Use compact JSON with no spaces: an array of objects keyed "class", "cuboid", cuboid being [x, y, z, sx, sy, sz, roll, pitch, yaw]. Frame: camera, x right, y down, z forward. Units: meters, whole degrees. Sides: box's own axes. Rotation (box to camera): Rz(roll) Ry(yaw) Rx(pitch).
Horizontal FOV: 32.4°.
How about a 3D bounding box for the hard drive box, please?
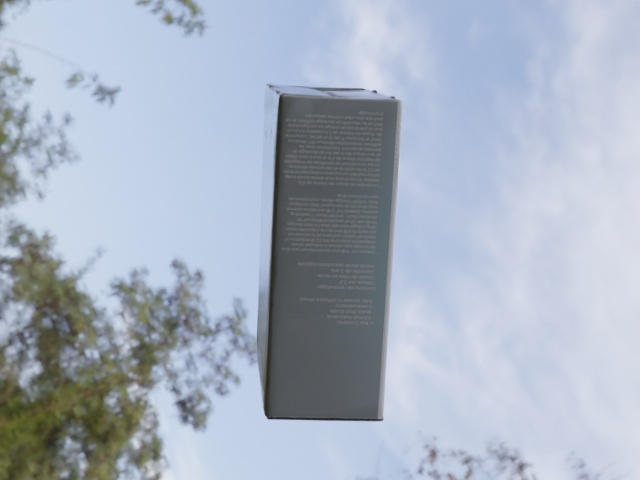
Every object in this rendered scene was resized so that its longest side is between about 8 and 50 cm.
[{"class":"hard drive box","cuboid":[0.000,0.000,0.849,0.181,0.089,0.232,-115,-152,-78]}]
